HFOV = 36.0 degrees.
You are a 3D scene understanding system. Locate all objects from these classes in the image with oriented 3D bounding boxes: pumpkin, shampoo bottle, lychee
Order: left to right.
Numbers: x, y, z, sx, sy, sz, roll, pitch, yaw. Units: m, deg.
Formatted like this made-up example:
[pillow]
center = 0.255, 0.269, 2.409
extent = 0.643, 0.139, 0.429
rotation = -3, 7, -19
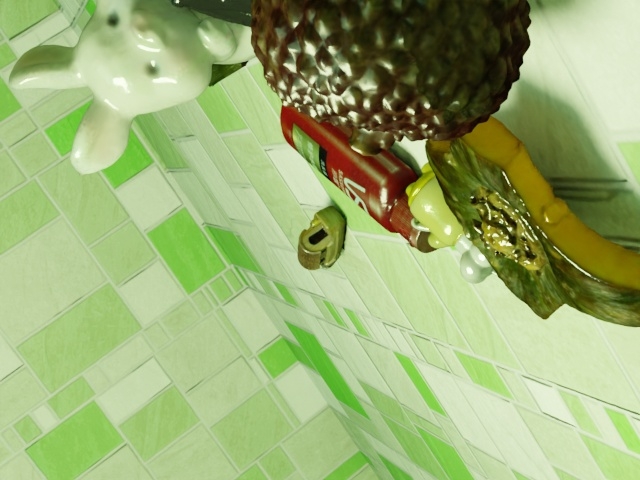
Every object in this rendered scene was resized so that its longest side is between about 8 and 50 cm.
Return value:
[shampoo bottle]
center = 0.060, -0.097, 1.361
extent = 0.314, 0.076, 0.118
rotation = 44, 156, 36
[lychee]
center = 0.059, -0.199, 0.802
extent = 0.236, 0.236, 0.271
rotation = 40, 135, 45
[pumpkin]
center = 0.214, -0.018, 0.981
extent = 0.258, 0.095, 0.290
rotation = 51, 171, -3

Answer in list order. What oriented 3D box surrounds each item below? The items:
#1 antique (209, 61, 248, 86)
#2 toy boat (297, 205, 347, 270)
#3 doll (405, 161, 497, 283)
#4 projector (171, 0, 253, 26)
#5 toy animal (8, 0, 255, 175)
[antique]
center = -0.215, -0.368, 1.623
extent = 0.221, 0.081, 0.080
rotation = 52, 166, 13
[toy boat]
center = 0.000, 0.000, 1.795
extent = 0.068, 0.088, 0.226
rotation = 52, 168, 12
[doll]
center = 0.168, -0.020, 1.193
extent = 0.162, 0.062, 0.106
rotation = 53, 135, 19
[projector]
center = -0.100, -0.305, 1.099
extent = 0.259, 0.079, 0.257
rotation = 16, 173, -10
[toy animal]
center = -0.229, -0.262, 1.354
extent = 0.196, 0.368, 0.241
rotation = 51, 155, 1
